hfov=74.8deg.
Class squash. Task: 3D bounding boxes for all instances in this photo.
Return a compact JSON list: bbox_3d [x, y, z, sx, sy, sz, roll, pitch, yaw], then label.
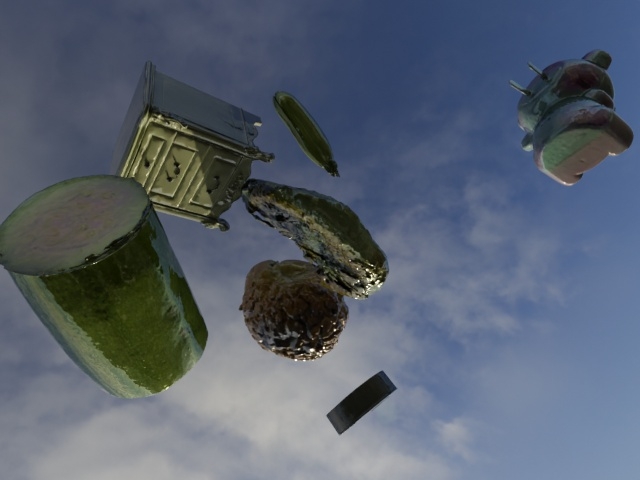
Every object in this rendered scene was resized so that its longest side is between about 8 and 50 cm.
[{"bbox_3d":[-0.038,-0.328,1.310,0.095,0.094,0.340,-33,-98,-23],"label":"squash"},{"bbox_3d":[-0.396,0.099,0.811,0.263,0.263,0.384,-30,-44,-25],"label":"squash"}]

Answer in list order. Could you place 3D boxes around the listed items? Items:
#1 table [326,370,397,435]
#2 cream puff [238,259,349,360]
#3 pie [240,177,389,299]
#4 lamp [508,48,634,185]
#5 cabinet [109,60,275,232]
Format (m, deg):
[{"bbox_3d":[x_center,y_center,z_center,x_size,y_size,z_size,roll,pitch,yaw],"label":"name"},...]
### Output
[{"bbox_3d":[0.075,0.293,0.758,0.134,0.043,0.133,-33,-23,-16],"label":"table"},{"bbox_3d":[-0.090,0.217,1.262,0.343,0.327,0.231,39,-145,-9],"label":"cream puff"},{"bbox_3d":[0.000,0.000,0.854,0.371,0.297,0.078,43,-112,-19],"label":"pie"},{"bbox_3d":[0.558,-0.301,0.981,0.248,0.247,0.300,27,-130,-9],"label":"lamp"},{"bbox_3d":[-0.335,-0.217,1.075,0.318,0.227,0.290,17,-53,-33],"label":"cabinet"}]
